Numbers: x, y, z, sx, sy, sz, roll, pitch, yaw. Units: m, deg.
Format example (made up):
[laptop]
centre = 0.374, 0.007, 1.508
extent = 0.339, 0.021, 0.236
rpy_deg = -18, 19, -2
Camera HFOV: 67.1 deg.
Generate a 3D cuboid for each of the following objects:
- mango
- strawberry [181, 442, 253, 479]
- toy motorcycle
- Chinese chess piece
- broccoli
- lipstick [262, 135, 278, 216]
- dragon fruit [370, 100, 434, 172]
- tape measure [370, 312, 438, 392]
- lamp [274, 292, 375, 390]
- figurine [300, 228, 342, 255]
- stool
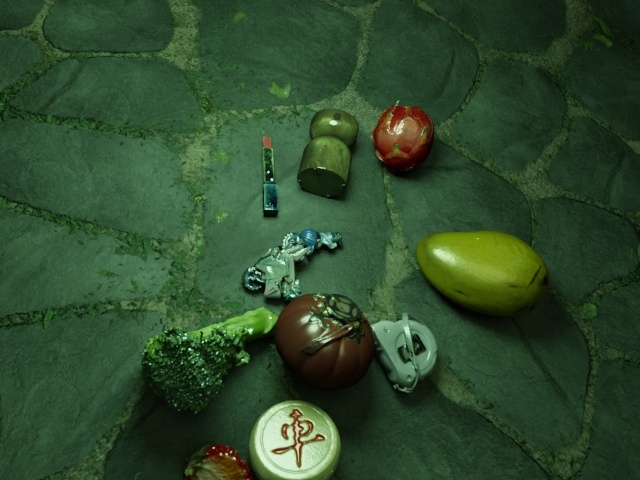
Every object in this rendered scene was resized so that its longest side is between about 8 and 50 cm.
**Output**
[mango]
centre = 0.540, 0.091, 1.629
extent = 0.444, 0.221, 0.302
rpy_deg = 22, 66, 2
[strawberry]
centre = -0.251, 0.636, 1.275
extent = 0.190, 0.111, 0.236
rpy_deg = -42, 96, 4
[toy motorcycle]
centre = -0.107, 0.110, 1.545
extent = 0.239, 0.108, 0.204
rpy_deg = -45, 76, 3
[Chinese chess piece]
centre = -0.069, 0.554, 1.302
extent = 0.250, 0.097, 0.251
rpy_deg = 4, 40, -3
[broccoli]
centre = -0.316, 0.304, 1.348
extent = 0.352, 0.397, 0.275
rpy_deg = -2, 103, 8
[lipstick]
centre = -0.181, -0.234, 1.714
extent = 0.051, 0.051, 0.313
rpy_deg = 0, 64, -10
[dragon fruit]
centre = 0.307, -0.375, 1.781
extent = 0.240, 0.252, 0.241
rpy_deg = 24, 26, -12
[tape measure]
centre = 0.268, 0.341, 1.513
extent = 0.197, 0.120, 0.236
rpy_deg = -24, 77, -23
[lamp]
centre = 0.014, 0.286, 1.397
extent = 0.303, 0.257, 0.303
rpy_deg = 23, 25, -11
[figurine]
centre = 0.000, 0.000, 1.633
extent = 0.149, 0.087, 0.086
rpy_deg = -8, 31, -16
[stool]
centre = 0.028, -0.311, 1.721
extent = 0.179, 0.179, 0.264
rpy_deg = 15, 63, -5
